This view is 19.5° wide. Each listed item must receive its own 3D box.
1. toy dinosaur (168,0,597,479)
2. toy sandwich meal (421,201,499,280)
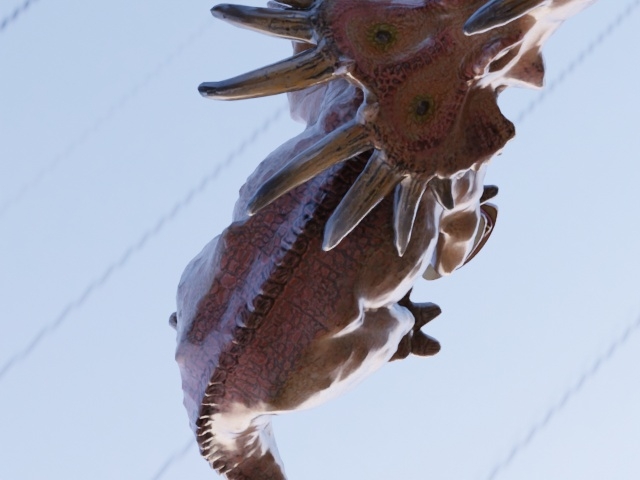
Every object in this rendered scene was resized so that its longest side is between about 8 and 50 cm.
[{"bbox_3d":[0.000,0.000,0.709,0.127,0.200,0.295,22,-80,2],"label":"toy dinosaur"},{"bbox_3d":[0.045,-0.017,0.935,0.085,0.029,0.085,3,-71,10],"label":"toy sandwich meal"}]
